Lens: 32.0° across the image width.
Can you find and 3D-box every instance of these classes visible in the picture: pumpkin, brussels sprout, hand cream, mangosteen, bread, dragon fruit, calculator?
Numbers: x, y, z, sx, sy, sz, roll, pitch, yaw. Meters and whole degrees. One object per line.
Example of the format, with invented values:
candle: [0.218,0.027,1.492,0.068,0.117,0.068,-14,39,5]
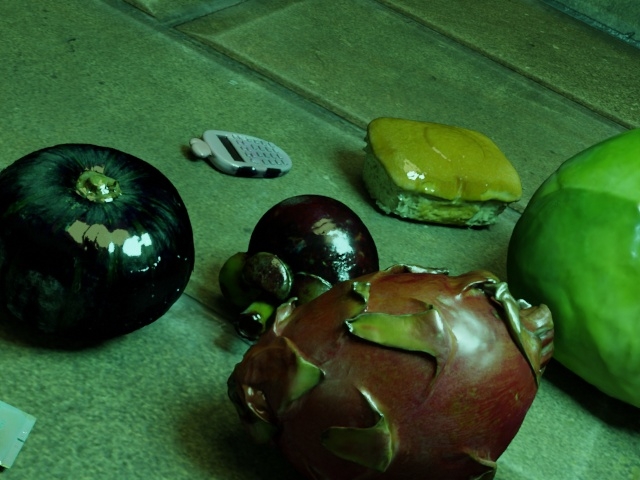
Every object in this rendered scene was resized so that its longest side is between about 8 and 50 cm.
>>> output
pumpkin: [-0.243,0.000,1.167,0.233,0.163,0.233,15,31,-9]
brussels sprout: [0.406,0.040,1.435,0.276,0.314,0.371,26,54,-53]
hand cream: [-0.343,0.142,0.990,0.174,0.047,0.076,28,26,-8]
mangosteen: [-0.025,0.031,1.279,0.184,0.172,0.172,-10,38,-12]
bread: [0.176,-0.102,1.676,0.245,0.121,0.174,9,31,-28]
dragon fruit: [0.081,0.142,1.090,0.315,0.250,0.250,3,34,-35]
calculator: [-0.116,-0.124,1.606,0.166,0.024,0.103,4,35,-35]
